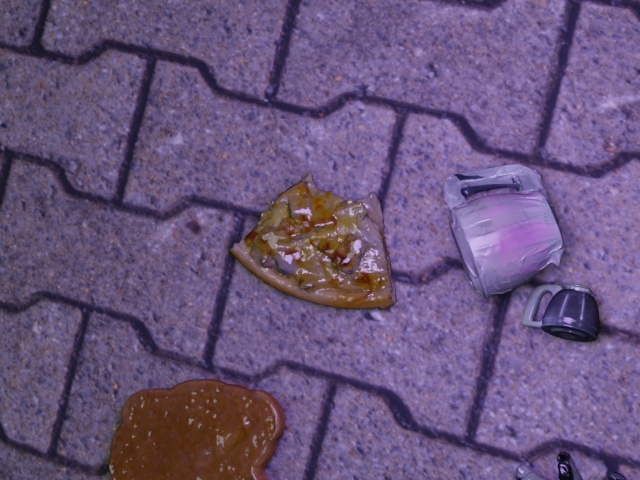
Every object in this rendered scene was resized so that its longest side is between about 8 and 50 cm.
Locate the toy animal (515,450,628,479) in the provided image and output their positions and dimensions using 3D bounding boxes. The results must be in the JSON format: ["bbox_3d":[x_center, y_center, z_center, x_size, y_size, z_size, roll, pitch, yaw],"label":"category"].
[{"bbox_3d":[0.422,0.425,1.769,0.225,0.094,0.121,23,101,14],"label":"toy animal"}]

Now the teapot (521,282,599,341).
[{"bbox_3d":[0.402,0.112,1.796,0.124,0.092,0.090,13,73,10],"label":"teapot"}]

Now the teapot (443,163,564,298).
[{"bbox_3d":[0.312,-0.017,1.816,0.178,0.221,0.163,-19,120,4],"label":"teapot"}]

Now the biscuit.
[{"bbox_3d":[-0.214,0.402,1.954,0.351,0.057,0.312,-17,80,17],"label":"biscuit"}]

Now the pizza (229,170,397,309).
[{"bbox_3d":[0.000,0.000,1.916,0.324,0.089,0.223,18,94,15],"label":"pizza"}]
